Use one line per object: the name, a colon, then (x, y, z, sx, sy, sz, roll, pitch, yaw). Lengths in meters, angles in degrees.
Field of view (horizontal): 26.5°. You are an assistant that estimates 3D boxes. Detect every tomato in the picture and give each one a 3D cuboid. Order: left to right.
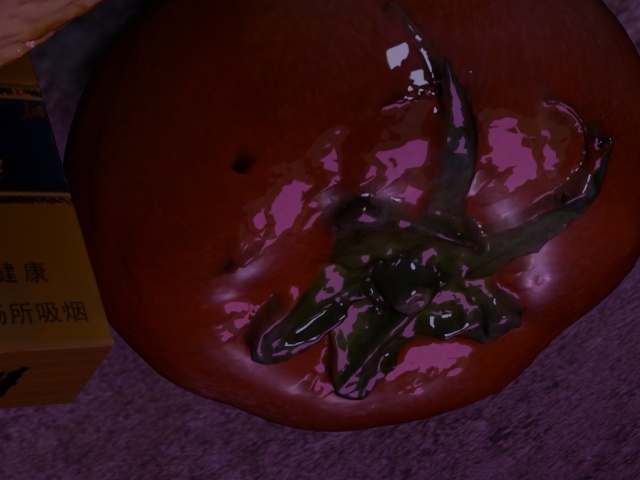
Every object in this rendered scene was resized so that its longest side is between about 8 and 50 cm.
tomato: (0.018, -0.057, 0.797, 0.341, 0.273, 0.341, -9, 137, -8)

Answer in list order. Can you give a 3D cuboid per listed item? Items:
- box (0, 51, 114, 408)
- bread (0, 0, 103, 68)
box: (-0.213, -0.028, 0.701, 0.152, 0.237, 0.070, 0, 148, -35)
bread: (-0.083, -0.232, 0.532, 0.375, 0.165, 0.236, -30, 148, 15)
